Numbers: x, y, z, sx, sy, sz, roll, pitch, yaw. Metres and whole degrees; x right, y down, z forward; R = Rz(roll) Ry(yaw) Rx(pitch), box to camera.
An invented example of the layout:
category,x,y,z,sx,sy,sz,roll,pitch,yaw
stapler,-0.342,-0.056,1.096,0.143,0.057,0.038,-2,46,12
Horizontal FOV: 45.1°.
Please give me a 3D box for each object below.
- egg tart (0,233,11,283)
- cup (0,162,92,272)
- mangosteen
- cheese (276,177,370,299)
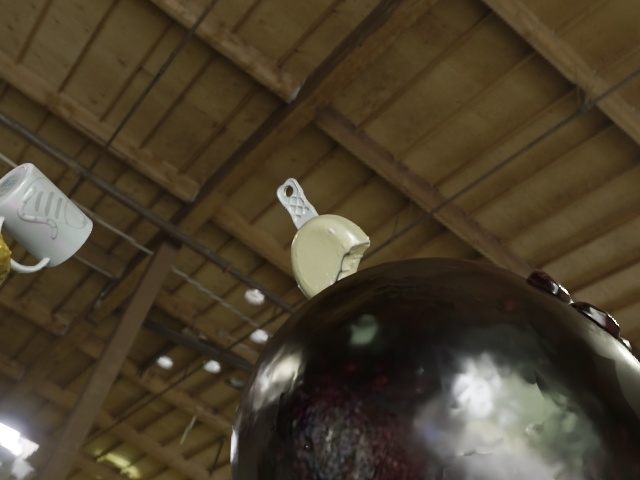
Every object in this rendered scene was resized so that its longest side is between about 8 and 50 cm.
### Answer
category,x,y,z,sx,sy,sz,roll,pitch,yaw
egg tart,-0.328,0.045,0.574,0.074,0.191,0.191,47,-43,3
cup,-0.416,-0.027,1.131,0.099,0.136,0.133,-32,-57,9
mangosteen,0.086,0.229,0.618,0.382,0.435,0.382,37,-7,5
cheese,-0.015,0.011,1.408,0.249,0.071,0.163,38,-71,27
